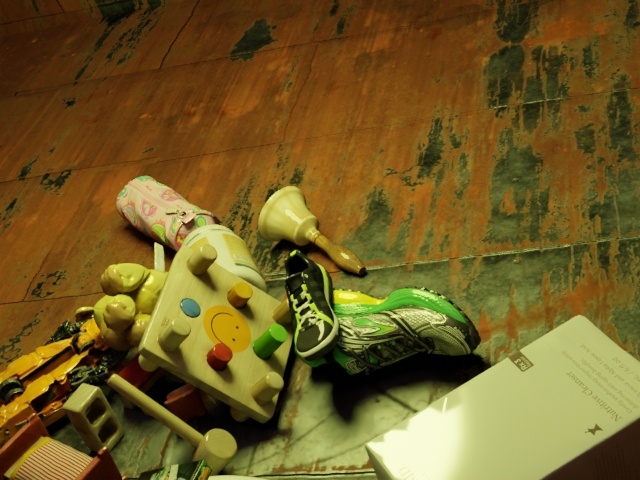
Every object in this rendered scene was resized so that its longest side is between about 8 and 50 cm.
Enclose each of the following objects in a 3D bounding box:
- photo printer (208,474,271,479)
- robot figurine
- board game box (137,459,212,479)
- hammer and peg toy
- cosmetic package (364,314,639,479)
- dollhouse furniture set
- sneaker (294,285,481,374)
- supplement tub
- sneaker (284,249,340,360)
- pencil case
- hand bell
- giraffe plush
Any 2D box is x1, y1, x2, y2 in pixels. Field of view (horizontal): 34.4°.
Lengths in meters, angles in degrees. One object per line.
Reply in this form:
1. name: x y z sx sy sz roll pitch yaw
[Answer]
1. photo printer: -0.136 0.469 1.462 0.256 0.107 0.307 3 41 30
2. robot figurine: -0.493 0.253 1.944 0.291 0.085 0.211 -33 38 -17
3. board game box: -0.257 0.428 1.473 0.136 0.030 0.260 -16 31 33
4. hammer and peg toy: -0.179 0.187 1.727 0.127 0.266 0.361 -45 19 38
5. cosmetic package: 0.283 0.297 1.445 0.385 0.156 0.217 -29 38 -14
6. dollhouse furniture set: -0.345 0.314 1.731 0.201 0.152 0.374 11 45 36
7. sneaker: 0.111 0.171 1.743 0.343 0.134 0.146 -4 44 36
8. supplement tub: -0.191 0.070 1.988 0.144 0.144 0.200 -24 35 -5
9. sneaker: -0.032 0.104 1.739 0.084 0.097 0.235 -34 32 16
10. pencil case: -0.331 -0.052 2.242 0.124 0.124 0.284 -36 37 -21
11. hand bell: 0.000 0.000 2.046 0.126 0.126 0.242 -37 50 -23
12. giraffe plush: -0.350 0.127 1.871 0.170 0.181 0.210 -35 31 33
